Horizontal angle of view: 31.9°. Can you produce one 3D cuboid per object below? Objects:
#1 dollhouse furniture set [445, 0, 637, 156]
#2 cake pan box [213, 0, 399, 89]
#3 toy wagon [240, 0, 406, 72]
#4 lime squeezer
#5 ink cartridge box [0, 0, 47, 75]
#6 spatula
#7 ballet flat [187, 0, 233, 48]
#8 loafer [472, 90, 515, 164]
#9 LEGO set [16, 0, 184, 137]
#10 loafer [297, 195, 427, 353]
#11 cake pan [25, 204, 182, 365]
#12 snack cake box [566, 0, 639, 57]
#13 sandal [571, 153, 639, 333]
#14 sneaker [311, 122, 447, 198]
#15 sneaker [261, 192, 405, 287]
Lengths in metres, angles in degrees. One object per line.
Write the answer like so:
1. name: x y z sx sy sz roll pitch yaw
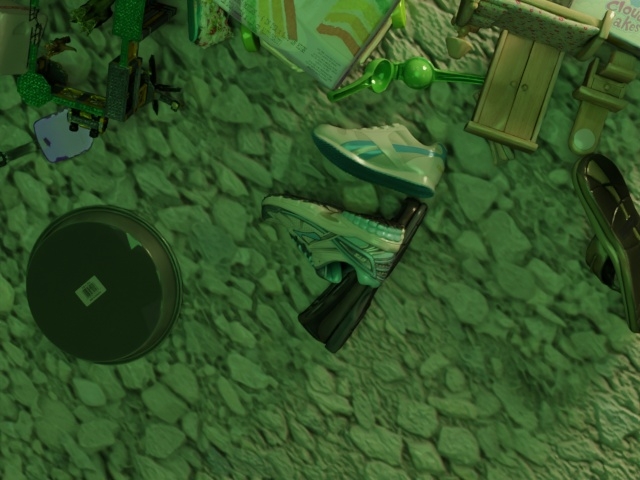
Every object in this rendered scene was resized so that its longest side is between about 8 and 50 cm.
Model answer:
1. dollhouse furniture set: 0.327 -0.239 1.608 0.303 0.355 0.173 19 87 -1
2. cake pan box: -0.011 -0.407 1.741 0.267 0.070 0.245 39 101 1
3. toy wagon: -0.012 -0.448 1.801 0.267 0.068 0.344 -7 99 11
4. lime squeezer: 0.140 -0.264 1.796 0.310 0.110 0.058 -6 103 -20
5. ink cartridge box: -0.624 -0.373 1.852 0.273 0.198 0.114 23 103 5
6. spatula: -0.539 -0.151 1.965 0.296 0.030 0.084 -19 99 12
7. ballet flat: -0.183 -0.437 1.837 0.077 0.091 0.241 -7 105 -20
8. loafer: 0.273 -0.180 1.817 0.039 0.045 0.125 -26 98 20
9. LEGO set: -0.352 -0.356 1.828 0.255 0.192 0.331 10 119 11
10. loafer: 0.065 0.047 1.865 0.095 0.109 0.302 34 106 7
11. cake pan: -0.391 0.086 1.973 0.293 0.054 0.293 2 101 10
12. snack cake box: 0.507 -0.320 1.693 0.264 0.152 0.089 27 102 4
13. sandal: 0.468 0.004 1.796 0.086 0.120 0.302 -15 102 46
14. sneaker: 0.095 -0.148 1.839 0.229 0.087 0.092 22 76 12
15. sneaker: 0.000 0.000 1.809 0.283 0.110 0.122 17 94 41
